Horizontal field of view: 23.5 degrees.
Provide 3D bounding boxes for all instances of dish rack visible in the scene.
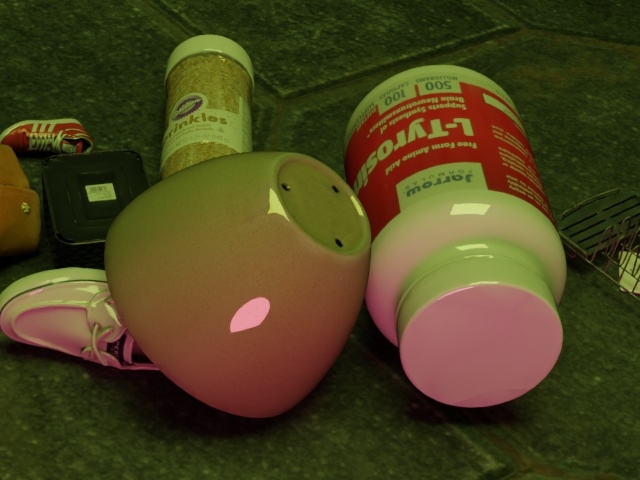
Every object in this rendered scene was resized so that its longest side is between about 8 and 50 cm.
[{"bbox_3d":[0.437,0.012,1.917,0.208,0.074,0.271,-21,49,-38],"label":"dish rack"}]

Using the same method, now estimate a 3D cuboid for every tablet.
[{"bbox_3d":[0.402,0.042,1.937,0.054,0.006,0.083,10,35,2],"label":"tablet"}]

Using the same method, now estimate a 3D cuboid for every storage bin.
[{"bbox_3d":[-0.259,-0.022,1.815,0.122,0.084,0.180,-6,39,-14],"label":"storage bin"}]

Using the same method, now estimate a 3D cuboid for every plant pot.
[{"bbox_3d":[-0.057,0.016,1.617,0.284,0.191,0.284,29,38,-26],"label":"plant pot"}]

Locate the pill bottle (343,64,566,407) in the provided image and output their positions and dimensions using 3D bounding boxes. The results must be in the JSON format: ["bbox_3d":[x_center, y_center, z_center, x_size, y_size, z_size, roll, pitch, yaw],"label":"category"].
[{"bbox_3d":[0.153,-0.009,1.764,0.229,0.229,0.408,3,36,-8],"label":"pill bottle"}]

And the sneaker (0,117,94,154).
[{"bbox_3d":[-0.349,-0.124,1.976,0.118,0.042,0.067,-13,38,-31],"label":"sneaker"}]

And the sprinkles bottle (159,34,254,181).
[{"bbox_3d":[-0.142,-0.125,1.954,0.121,0.121,0.355,4,36,-6],"label":"sprinkles bottle"}]

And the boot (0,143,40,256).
[{"bbox_3d":[-0.402,0.004,1.735,0.211,0.104,0.295,13,59,-48],"label":"boot"}]

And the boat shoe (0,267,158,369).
[{"bbox_3d":[-0.216,0.098,1.665,0.267,0.096,0.088,8,30,-14],"label":"boat shoe"}]
